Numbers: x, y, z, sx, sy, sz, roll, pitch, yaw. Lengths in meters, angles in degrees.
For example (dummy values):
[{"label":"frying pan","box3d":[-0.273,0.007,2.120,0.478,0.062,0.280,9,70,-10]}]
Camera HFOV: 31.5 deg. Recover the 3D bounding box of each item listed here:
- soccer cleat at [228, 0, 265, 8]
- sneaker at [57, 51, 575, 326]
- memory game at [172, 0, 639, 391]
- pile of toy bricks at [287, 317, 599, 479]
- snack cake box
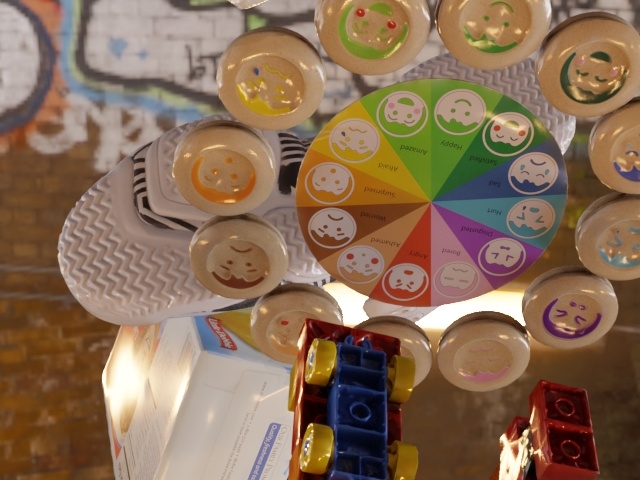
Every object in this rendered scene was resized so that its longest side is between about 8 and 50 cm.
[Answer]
[{"label":"soccer cleat","box3d":[-0.058,-0.291,0.703,0.143,0.331,0.116,-36,-135,-14]},{"label":"sneaker","box3d":[0.000,0.000,0.819,0.365,0.210,0.137,-21,-116,-16]},{"label":"memory game","box3d":[0.039,-0.013,0.406,0.186,0.186,0.012,1,-144,-1]},{"label":"pile of toy bricks","box3d":[0.021,0.132,0.309,0.118,0.105,0.212,14,-137,-9]},{"label":"snack cake box","box3d":[-0.090,0.102,0.836,0.089,0.152,0.264,16,-165,-19]}]
